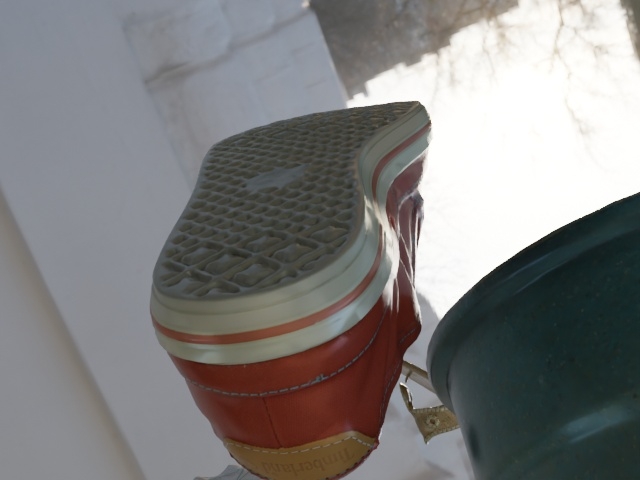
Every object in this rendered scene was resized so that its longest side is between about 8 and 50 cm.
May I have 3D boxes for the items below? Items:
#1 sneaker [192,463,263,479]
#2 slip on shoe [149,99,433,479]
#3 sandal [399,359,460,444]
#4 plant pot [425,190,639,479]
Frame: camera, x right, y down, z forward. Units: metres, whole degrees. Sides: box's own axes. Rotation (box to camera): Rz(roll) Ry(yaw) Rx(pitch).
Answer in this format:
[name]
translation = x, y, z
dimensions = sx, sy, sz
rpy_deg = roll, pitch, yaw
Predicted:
[sneaker]
translation = -0.057, 0.227, 0.873
dimensions = 0.152, 0.053, 0.061
rpy_deg = 6, -168, -46
[slip on shoe]
translation = 0.000, 0.000, 0.470
dimensions = 0.123, 0.101, 0.331
rpy_deg = -9, -159, 10
[sandal]
translation = 0.167, 0.238, 1.230
dimensions = 0.079, 0.240, 0.088
rpy_deg = -59, 171, -12
[plant pot]
translation = 0.243, 0.184, 0.446
dimensions = 0.341, 0.341, 0.334
rpy_deg = -16, -124, 16
